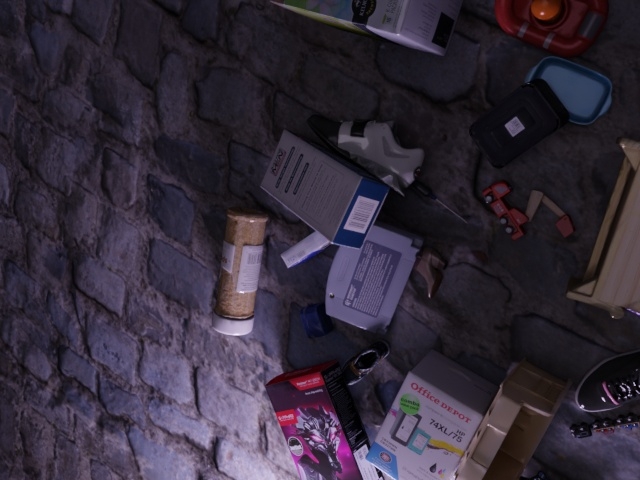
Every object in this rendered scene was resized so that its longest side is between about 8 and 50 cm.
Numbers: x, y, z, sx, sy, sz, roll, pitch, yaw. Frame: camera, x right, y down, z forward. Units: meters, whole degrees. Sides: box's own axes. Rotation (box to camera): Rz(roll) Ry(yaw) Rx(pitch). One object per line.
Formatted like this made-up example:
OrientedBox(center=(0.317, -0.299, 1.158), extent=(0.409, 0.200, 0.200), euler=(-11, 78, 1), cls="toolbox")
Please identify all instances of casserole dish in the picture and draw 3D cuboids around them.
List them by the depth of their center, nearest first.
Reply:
OrientedBox(center=(0.544, -0.328, 1.356), extent=(0.188, 0.037, 0.114), euler=(30, 109, 20), cls="casserole dish")

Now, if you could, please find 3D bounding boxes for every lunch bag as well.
OrientedBox(center=(-0.016, 0.218, 1.702), extent=(0.065, 0.067, 0.098), euler=(-20, 87, 27), cls="lunch bag")

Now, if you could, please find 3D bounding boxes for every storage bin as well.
OrientedBox(center=(0.438, -0.257, 1.367), extent=(0.180, 0.084, 0.122), euler=(-38, 84, 41), cls="storage bin")
OrientedBox(center=(0.435, 0.430, 1.396), extent=(0.123, 0.260, 0.262), euler=(30, 110, 25), cls="storage bin")

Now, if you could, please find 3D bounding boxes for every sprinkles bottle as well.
OrientedBox(center=(-0.230, 0.087, 1.764), extent=(0.121, 0.121, 0.356), euler=(15, 103, 25), cls="sprinkles bottle")

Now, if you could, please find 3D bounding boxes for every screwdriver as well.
OrientedBox(center=(0.298, -0.096, 1.524), extent=(0.170, 0.024, 0.025), euler=(36, 140, 17), cls="screwdriver")

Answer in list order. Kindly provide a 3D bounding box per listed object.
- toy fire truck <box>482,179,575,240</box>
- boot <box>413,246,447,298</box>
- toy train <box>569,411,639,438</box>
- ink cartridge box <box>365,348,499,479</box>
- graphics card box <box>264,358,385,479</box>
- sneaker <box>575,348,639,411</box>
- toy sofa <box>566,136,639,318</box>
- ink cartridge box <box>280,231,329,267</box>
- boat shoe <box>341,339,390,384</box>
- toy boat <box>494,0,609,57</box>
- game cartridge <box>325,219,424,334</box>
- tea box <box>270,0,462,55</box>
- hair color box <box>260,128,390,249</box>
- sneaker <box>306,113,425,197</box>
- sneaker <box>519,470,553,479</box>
OrientedBox(center=(0.478, -0.071, 1.420), extent=(0.135, 0.047, 0.192), euler=(-35, 80, 26), cls="toy fire truck")
OrientedBox(center=(0.266, 0.075, 1.557), extent=(0.087, 0.042, 0.118), euler=(28, 108, 28), cls="boot")
OrientedBox(center=(0.653, 0.426, 1.412), extent=(0.158, 0.027, 0.036), euler=(-23, 90, 28), cls="toy train")
OrientedBox(center=(0.275, 0.446, 1.511), extent=(0.198, 0.197, 0.270), euler=(29, 109, 20), cls="ink cartridge box")
OrientedBox(center=(0.010, 0.534, 1.700), extent=(0.232, 0.094, 0.371), euler=(-23, 88, 39), cls="graphics card box")
OrientedBox(center=(0.674, 0.303, 1.317), extent=(0.295, 0.147, 0.105), euler=(-36, 82, 28), cls="sneaker")
OrientedBox(center=(0.653, -0.027, 1.280), extent=(0.177, 0.150, 0.363), euler=(18, 105, 19), cls="toy sofa")
OrientedBox(center=(0.000, 0.000, 1.647), extent=(0.207, 0.097, 0.046), euler=(-33, 82, 27), cls="ink cartridge box")
OrientedBox(center=(0.103, 0.332, 1.648), extent=(0.183, 0.083, 0.065), euler=(-46, 76, 25), cls="boat shoe")
OrientedBox(center=(0.479, -0.490, 1.301), extent=(0.231, 0.151, 0.151), euler=(31, 109, 20), cls="toy boat")
OrientedBox(center=(0.123, 0.086, 1.575), extent=(0.196, 0.060, 0.294), euler=(20, 116, 3), cls="game cartridge")
OrientedBox(center=(0.120, -0.572, 1.373), extent=(0.323, 0.329, 0.220), euler=(22, 107, 22), cls="tea box")
OrientedBox(center=(0.001, -0.134, 1.541), extent=(0.347, 0.105, 0.174), euler=(39, 109, 45), cls="hair color box")
OrientedBox(center=(0.118, -0.252, 1.554), extent=(0.330, 0.122, 0.146), euler=(35, 93, 20), cls="sneaker")
OrientedBox(center=(0.542, 0.590, 1.473), extent=(0.162, 0.063, 0.073), euler=(-12, 88, 28), cls="sneaker")
